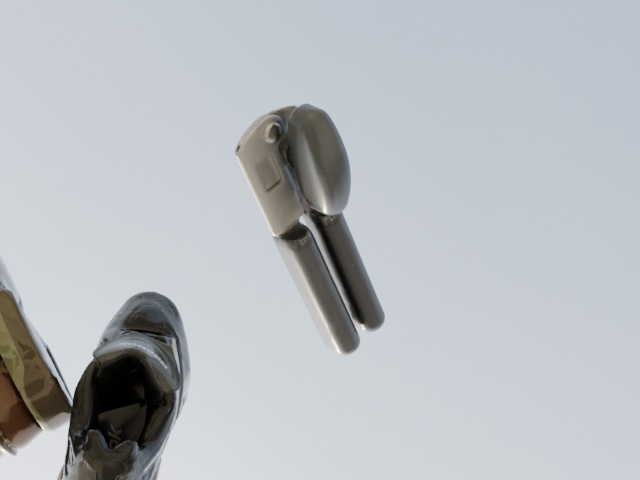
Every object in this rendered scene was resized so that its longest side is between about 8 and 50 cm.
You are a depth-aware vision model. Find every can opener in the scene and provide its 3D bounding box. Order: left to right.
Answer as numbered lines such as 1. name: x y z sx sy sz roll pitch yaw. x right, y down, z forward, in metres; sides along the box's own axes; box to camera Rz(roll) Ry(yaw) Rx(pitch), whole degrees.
1. can opener: 0.000 0.000 0.891 0.074 0.280 0.093 -39 -138 -20

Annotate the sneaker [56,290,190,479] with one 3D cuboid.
1. sneaker: -0.132 0.102 0.699 0.078 0.234 0.106 16 -54 -7

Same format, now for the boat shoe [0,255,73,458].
1. boat shoe: -0.294 0.053 0.765 0.104 0.111 0.307 -30 -139 -13
